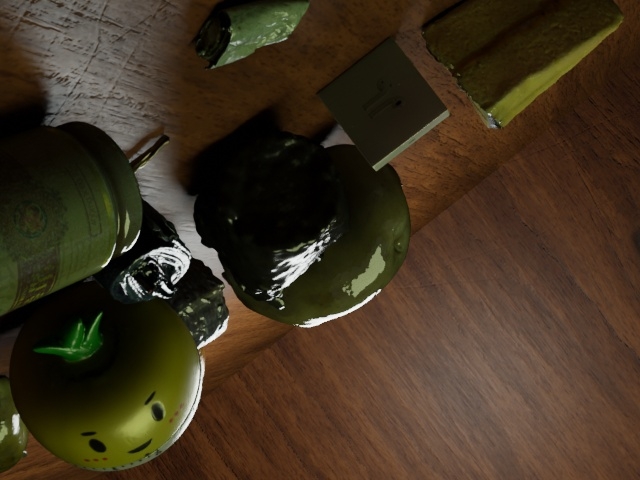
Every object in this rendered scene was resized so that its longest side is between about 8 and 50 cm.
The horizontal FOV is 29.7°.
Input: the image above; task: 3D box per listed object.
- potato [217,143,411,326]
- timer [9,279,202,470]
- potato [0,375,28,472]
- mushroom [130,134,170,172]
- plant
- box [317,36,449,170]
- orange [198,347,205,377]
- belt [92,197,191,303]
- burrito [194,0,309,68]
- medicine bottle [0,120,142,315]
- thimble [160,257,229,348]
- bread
[{"bbox_3d":[0.000,0.000,1.904,0.326,0.243,0.221,-40,179,13],"label":"potato"},{"bbox_3d":[-0.306,0.165,1.640,0.285,0.285,0.285,-35,170,-7],"label":"timer"},{"bbox_3d":[-0.536,0.322,1.959,0.160,0.111,0.271,-35,171,-21],"label":"potato"},{"bbox_3d":[-0.288,-0.032,1.417,0.286,0.026,0.028,-40,-174,9],"label":"mushroom"},{"bbox_3d":[-0.062,-0.036,1.666,0.188,0.199,0.276,-39,173,-16],"label":"plant"},{"bbox_3d":[0.087,-0.187,1.665,0.129,0.130,0.051,-38,172,6],"label":"box"},{"bbox_3d":[-0.303,0.216,2.062,0.219,0.193,0.219,-49,-178,3],"label":"orange"},{"bbox_3d":[-0.231,0.023,1.538,0.122,0.128,0.218,-42,172,-3],"label":"belt"},{"bbox_3d":[-0.067,-0.218,1.231,0.118,0.044,0.074,-27,164,-34],"label":"burrito"},{"bbox_3d":[-0.320,0.002,1.064,0.322,0.151,0.151,-27,167,-44],"label":"medicine bottle"},{"bbox_3d":[-0.219,0.099,1.893,0.098,0.150,0.150,-29,168,-36],"label":"thimble"},{"bbox_3d":[0.293,-0.308,1.743,0.264,0.167,0.163,-42,169,9],"label":"bread"}]
